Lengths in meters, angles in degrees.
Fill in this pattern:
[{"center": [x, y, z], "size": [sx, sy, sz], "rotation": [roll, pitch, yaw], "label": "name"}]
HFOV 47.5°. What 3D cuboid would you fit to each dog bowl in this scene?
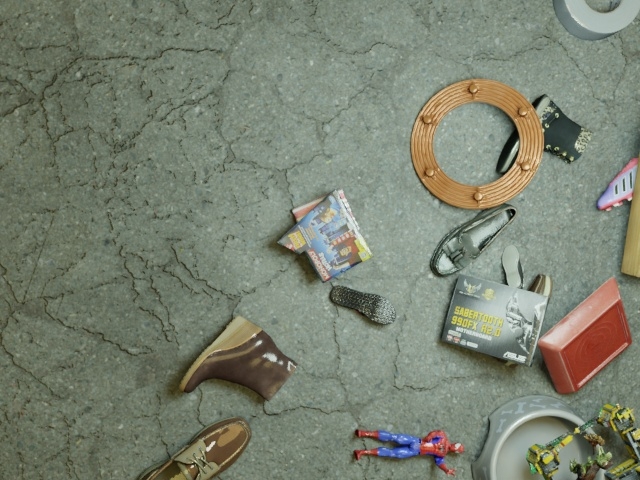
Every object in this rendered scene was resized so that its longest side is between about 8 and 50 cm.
[{"center": [0.571, 0.580, 1.875], "size": [0.348, 0.102, 0.349], "rotation": [0, 89, -7], "label": "dog bowl"}]

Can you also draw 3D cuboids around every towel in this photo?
[{"center": [0.026, -0.019, 1.873], "size": [0.144, 0.029, 0.197], "rotation": [-22, 90, -3], "label": "towel"}]

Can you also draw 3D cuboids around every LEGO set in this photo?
[{"center": [0.683, 0.552, 1.739], "size": [0.331, 0.192, 0.255], "rotation": [-19, 91, -7], "label": "LEGO set"}]

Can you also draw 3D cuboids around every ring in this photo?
[{"center": [0.398, -0.249, 1.862], "size": [0.336, 0.032, 0.337], "rotation": [-1, 87, 13], "label": "ring"}]

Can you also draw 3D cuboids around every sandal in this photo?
[{"center": [0.112, 0.163, 1.875], "size": [0.179, 0.040, 0.067], "rotation": [22, 81, 10], "label": "sandal"}]

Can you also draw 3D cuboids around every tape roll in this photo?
[{"center": [0.739, -0.651, 1.941], "size": [0.219, 0.072, 0.219], "rotation": [0, 88, -5], "label": "tape roll"}]

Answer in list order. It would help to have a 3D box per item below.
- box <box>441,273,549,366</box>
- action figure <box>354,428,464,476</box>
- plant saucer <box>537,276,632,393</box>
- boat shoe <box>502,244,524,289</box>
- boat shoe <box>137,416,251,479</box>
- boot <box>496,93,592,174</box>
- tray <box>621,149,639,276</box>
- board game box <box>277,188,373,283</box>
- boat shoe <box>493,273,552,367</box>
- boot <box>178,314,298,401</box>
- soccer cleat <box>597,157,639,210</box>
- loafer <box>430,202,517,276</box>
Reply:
[{"center": [0.443, 0.201, 1.843], "size": [0.231, 0.056, 0.183], "rotation": [15, 87, 24], "label": "box"}, {"center": [0.235, 0.528, 1.828], "size": [0.280, 0.139, 0.091], "rotation": [3, 89, -8], "label": "action figure"}, {"center": [0.689, 0.257, 1.848], "size": [0.259, 0.048, 0.258], "rotation": [-39, 131, -7], "label": "plant saucer"}, {"center": [0.508, 0.073, 1.903], "size": [0.046, 0.038, 0.125], "rotation": [-24, 54, 29], "label": "boat shoe"}, {"center": [-0.306, 0.554, 1.776], "size": [0.324, 0.116, 0.123], "rotation": [-36, 92, -6], "label": "boat shoe"}, {"center": [0.590, -0.242, 1.909], "size": [0.178, 0.085, 0.236], "rotation": [33, 87, -7], "label": "boot"}, {"center": [0.911, -0.110, 1.886], "size": [0.202, 0.076, 0.411], "rotation": [2, 100, -21], "label": "tray"}, {"center": [0.000, 0.000, 1.827], "size": [0.194, 0.060, 0.194], "rotation": [-28, 91, -1], "label": "board game box"}, {"center": [0.513, 0.197, 1.885], "size": [0.095, 0.095, 0.257], "rotation": [25, 86, 1], "label": "boat shoe"}, {"center": [-0.204, 0.333, 1.806], "size": [0.207, 0.090, 0.248], "rotation": [43, 81, -1], "label": "boot"}, {"center": [0.826, -0.166, 1.937], "size": [0.248, 0.083, 0.095], "rotation": [-31, 81, -8], "label": "soccer cleat"}, {"center": [0.398, -0.008, 1.881], "size": [0.267, 0.084, 0.096], "rotation": [-41, 93, -6], "label": "loafer"}]
